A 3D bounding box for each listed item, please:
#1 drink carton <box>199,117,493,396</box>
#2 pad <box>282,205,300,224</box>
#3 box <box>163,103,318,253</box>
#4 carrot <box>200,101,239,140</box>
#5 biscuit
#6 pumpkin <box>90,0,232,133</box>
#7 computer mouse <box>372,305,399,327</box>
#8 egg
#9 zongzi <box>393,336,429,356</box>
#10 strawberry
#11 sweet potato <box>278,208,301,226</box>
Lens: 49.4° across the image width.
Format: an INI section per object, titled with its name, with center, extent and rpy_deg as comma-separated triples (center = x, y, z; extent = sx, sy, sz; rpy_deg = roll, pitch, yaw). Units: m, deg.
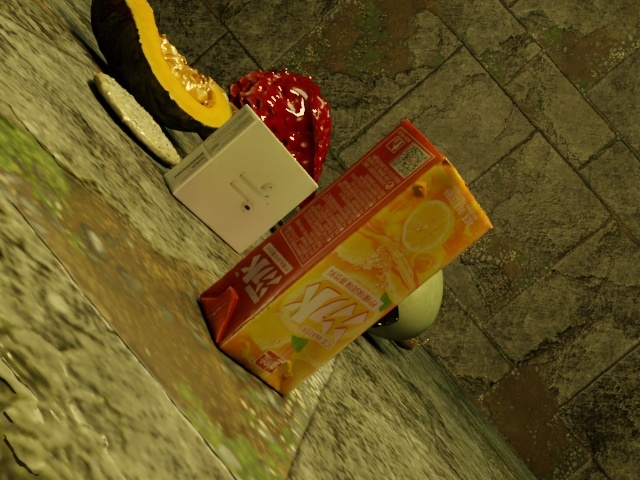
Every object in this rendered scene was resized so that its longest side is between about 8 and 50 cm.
[drink carton]
center = 0.019, 0.017, 0.560
extent = 0.096, 0.223, 0.071
rpy_deg = 45, 7, -39
[pad]
center = -0.044, -0.011, 1.332
extent = 0.112, 0.003, 0.157
rpy_deg = 23, 45, -66
[box]
center = -0.093, -0.071, 0.832
extent = 0.129, 0.130, 0.051
rpy_deg = 47, 5, -42
[carrot]
center = -0.153, -0.182, 1.435
extent = 0.302, 0.114, 0.114
rpy_deg = 50, 4, 19
[biscuit]
center = -0.230, -0.151, 0.872
extent = 0.152, 0.020, 0.152
rpy_deg = 50, 2, -2
[pumpkin]
center = -0.256, -0.241, 1.010
extent = 0.278, 0.111, 0.163
rpy_deg = 50, 19, -26
[computer mouse]
center = 0.045, 0.056, 1.197
extent = 0.242, 0.077, 0.146
rpy_deg = 37, 28, 12
[egg]
center = 0.139, 0.086, 1.388
extent = 0.295, 0.218, 0.218
rpy_deg = 61, -3, -34
[zongzi]
center = 0.171, 0.204, 1.743
extent = 0.187, 0.084, 0.184
rpy_deg = 55, 19, 14
[strawberry]
center = -0.106, -0.238, 1.731
extent = 0.317, 0.295, 0.344
rpy_deg = -177, -102, -72
[sweet potato]
center = -0.053, -0.036, 1.529
extent = 0.281, 0.059, 0.067
rpy_deg = 48, 22, -4
